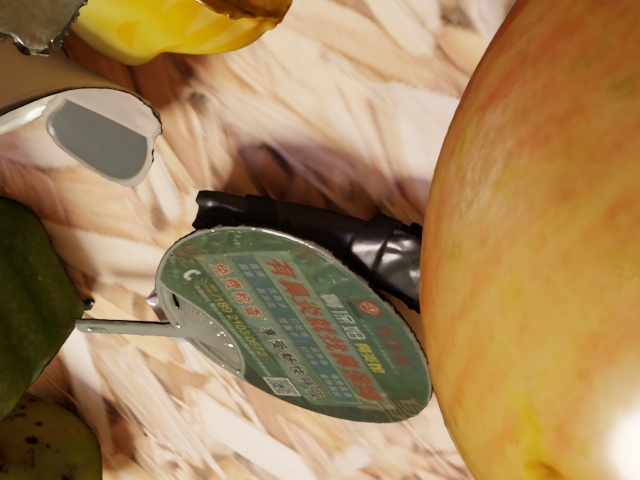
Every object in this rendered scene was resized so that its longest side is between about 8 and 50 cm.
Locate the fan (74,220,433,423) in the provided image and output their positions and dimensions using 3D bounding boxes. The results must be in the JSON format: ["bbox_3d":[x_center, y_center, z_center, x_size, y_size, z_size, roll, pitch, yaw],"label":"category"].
[{"bbox_3d":[-0.038,0.080,0.748,0.223,0.012,0.294,35,145,-17],"label":"fan"}]

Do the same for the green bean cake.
[{"bbox_3d":[-0.355,0.073,0.827,0.249,0.247,0.156,-2,125,35],"label":"green bean cake"}]

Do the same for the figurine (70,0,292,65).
[{"bbox_3d":[-0.117,-0.186,0.543,0.246,0.131,0.156,36,113,15],"label":"figurine"}]

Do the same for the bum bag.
[{"bbox_3d":[0.000,0.000,0.677,0.197,0.049,0.087,13,157,24],"label":"bum bag"}]

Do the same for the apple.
[{"bbox_3d":[0.186,0.000,0.456,0.252,0.314,0.309,-8,144,-15],"label":"apple"}]

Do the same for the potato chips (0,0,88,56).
[{"bbox_3d":[-0.109,-0.208,0.456,0.167,0.228,0.059,45,173,9],"label":"potato chips"}]

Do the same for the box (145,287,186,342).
[{"bbox_3d":[-0.076,0.047,0.773,0.117,0.036,0.051,-11,121,40],"label":"box"}]

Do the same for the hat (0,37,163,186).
[{"bbox_3d":[-0.223,-0.104,0.610,0.275,0.232,0.161,20,113,40],"label":"hat"}]

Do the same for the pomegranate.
[{"bbox_3d":[-0.298,0.242,1.015,0.198,0.246,0.198,0,91,19],"label":"pomegranate"}]
